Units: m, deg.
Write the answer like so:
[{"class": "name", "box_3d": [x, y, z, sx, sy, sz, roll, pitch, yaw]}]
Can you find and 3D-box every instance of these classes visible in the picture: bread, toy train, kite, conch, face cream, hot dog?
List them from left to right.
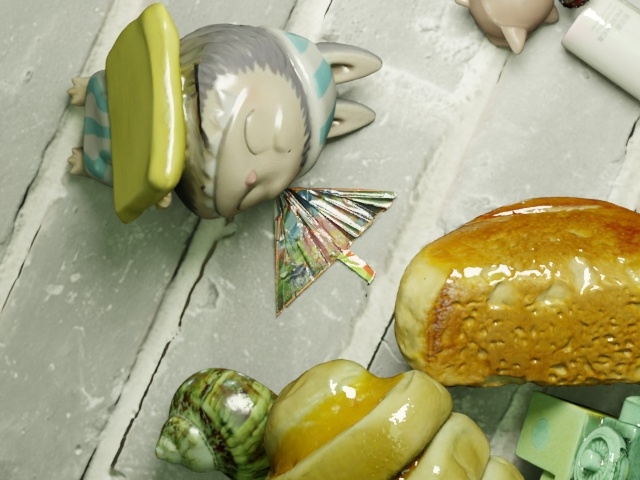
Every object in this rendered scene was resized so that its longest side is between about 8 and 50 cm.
[{"class": "conch", "box_3d": [-0.124, 0.262, 1.518, 0.181, 0.124, 0.187, -20, 95, 6]}, {"class": "kite", "box_3d": [0.000, 0.000, 1.572, 0.183, 0.014, 0.241, 40, 91, 2]}, {"class": "bread", "box_3d": [0.068, 0.310, 1.373, 0.300, 0.210, 0.341, -21, 110, 41]}, {"class": "hot dog", "box_3d": [0.296, 0.063, 1.447, 0.405, 0.223, 0.185, -1, 119, 2]}, {"class": "toy train", "box_3d": [0.325, 0.377, 1.413, 0.160, 0.253, 0.397, 18, 88, -20]}, {"class": "face cream", "box_3d": [0.488, -0.203, 1.499, 0.345, 0.102, 0.102, 35, 91, 5]}]

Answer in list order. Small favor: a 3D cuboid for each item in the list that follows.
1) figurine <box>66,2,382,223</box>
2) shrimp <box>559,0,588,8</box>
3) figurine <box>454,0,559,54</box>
[{"class": "figurine", "box_3d": [-0.105, -0.146, 1.503, 0.377, 0.361, 0.266, 4, 92, -29]}, {"class": "shrimp", "box_3d": [0.335, -0.359, 1.507, 0.082, 0.174, 0.076, 35, 128, -11]}, {"class": "figurine", "box_3d": [0.254, -0.327, 1.516, 0.125, 0.125, 0.138, -37, 100, 2]}]
